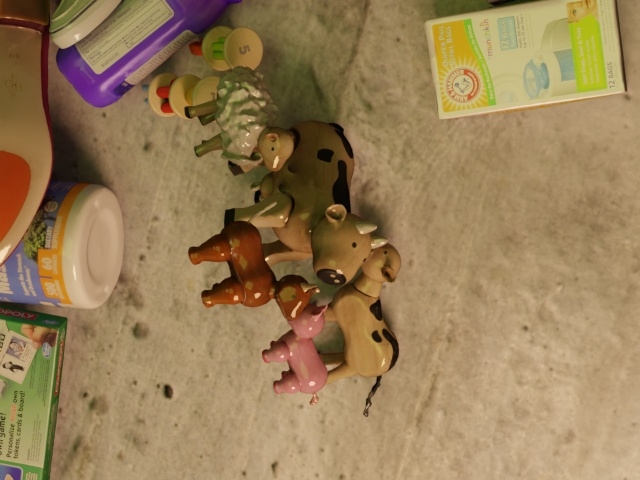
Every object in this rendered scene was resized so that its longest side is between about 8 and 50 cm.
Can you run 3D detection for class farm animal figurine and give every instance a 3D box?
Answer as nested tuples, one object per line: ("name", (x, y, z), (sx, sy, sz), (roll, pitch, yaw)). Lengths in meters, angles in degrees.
("farm animal figurine", (0.000, 0.000, 1.439), (0.172, 0.330, 0.327), (-17, 63, 18))

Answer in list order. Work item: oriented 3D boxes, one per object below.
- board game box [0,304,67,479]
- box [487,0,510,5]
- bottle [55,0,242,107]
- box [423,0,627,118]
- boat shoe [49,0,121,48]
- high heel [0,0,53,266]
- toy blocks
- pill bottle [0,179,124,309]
("board game box", (-0.440, 0.229, 1.617), (0.213, 0.046, 0.317), (11, 107, 2))
("box", (0.302, -0.388, 1.396), (0.293, 0.057, 0.201), (-13, 93, 15))
("bottle", (-0.174, -0.270, 1.498), (0.283, 0.118, 0.092), (-37, 102, 10))
("box", (0.225, -0.200, 1.413), (0.203, 0.103, 0.114), (-7, 94, 15))
("boat shoe", (-0.257, -0.316, 1.478), (0.083, 0.226, 0.076), (-12, 130, 43))
("high heel", (-0.379, -0.136, 1.517), (0.127, 0.181, 0.377), (15, 82, -21))
("toy blocks", (-0.147, -0.198, 1.519), (0.148, 0.054, 0.123), (13, 68, 52))
("pill bottle", (-0.389, -0.002, 1.568), (0.272, 0.152, 0.152), (4, 97, 13))
